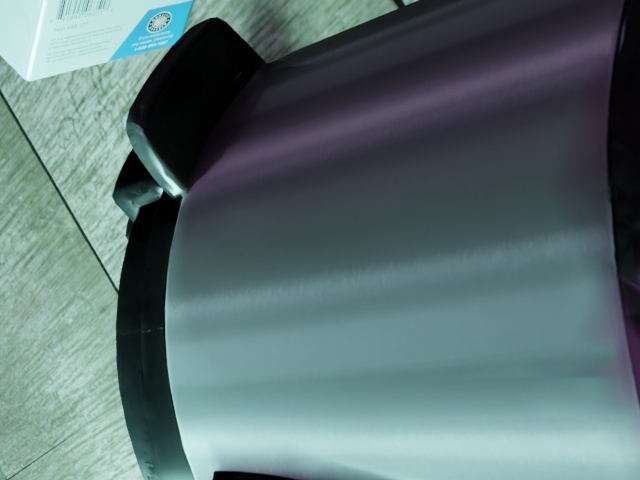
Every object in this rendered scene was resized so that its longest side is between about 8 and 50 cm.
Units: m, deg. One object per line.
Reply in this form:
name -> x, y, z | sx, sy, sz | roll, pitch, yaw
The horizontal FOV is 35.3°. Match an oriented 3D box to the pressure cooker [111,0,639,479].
pressure cooker -> 0.105, 0.049, 0.549 | 0.421, 0.376, 0.369 | -11, 88, 44

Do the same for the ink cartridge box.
ink cartridge box -> -0.193, -0.282, 0.803 | 0.168, 0.171, 0.232 | 45, 132, 19
